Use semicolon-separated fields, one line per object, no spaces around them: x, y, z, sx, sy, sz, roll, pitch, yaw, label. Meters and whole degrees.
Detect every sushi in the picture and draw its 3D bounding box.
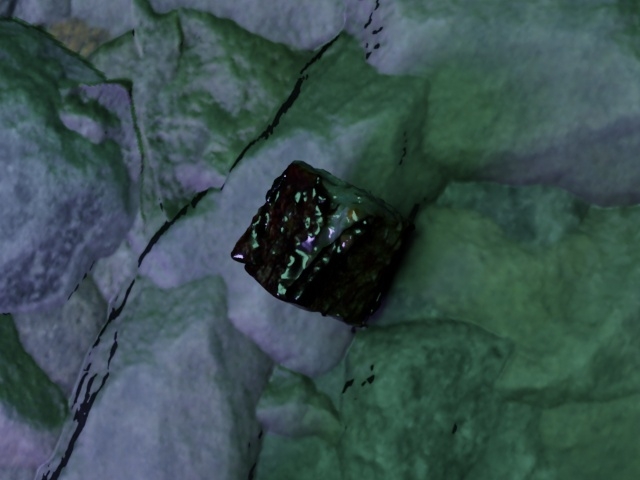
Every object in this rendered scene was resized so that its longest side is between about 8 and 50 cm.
0.000;0.000;1.154;0.094;0.098;0.084;33;94;34;sushi
